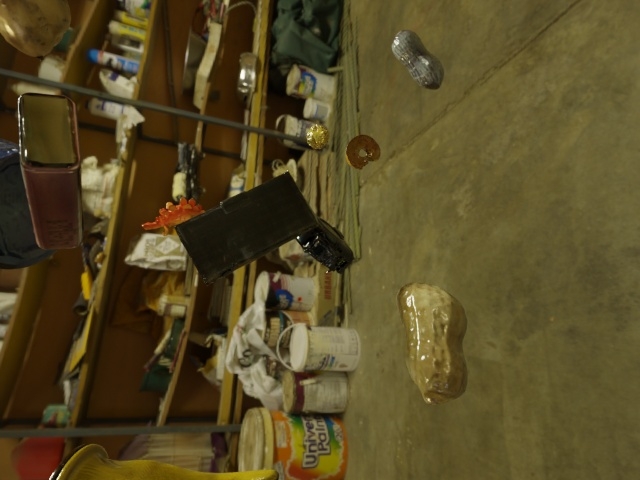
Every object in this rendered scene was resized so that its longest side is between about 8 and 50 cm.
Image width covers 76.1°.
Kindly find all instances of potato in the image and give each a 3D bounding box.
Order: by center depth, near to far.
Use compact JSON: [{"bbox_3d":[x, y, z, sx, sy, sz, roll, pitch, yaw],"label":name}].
[{"bbox_3d":[-0.541,-0.454,0.744,0.161,0.128,0.234,55,-164,-72],"label":"potato"}]

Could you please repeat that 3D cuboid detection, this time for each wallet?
[{"bbox_3d":[-0.174,-0.036,1.000,0.169,0.317,0.044,59,163,7],"label":"wallet"}]

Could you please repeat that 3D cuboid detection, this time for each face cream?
[{"bbox_3d":[-0.669,-0.084,0.838,0.249,0.225,0.249,19,-90,-74],"label":"face cream"}]

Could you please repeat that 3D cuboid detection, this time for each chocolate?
[{"bbox_3d":[0.238,-0.438,0.994,0.167,0.072,0.072,53,151,3],"label":"chocolate"}]

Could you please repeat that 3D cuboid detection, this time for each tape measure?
[{"bbox_3d":[0.000,0.000,1.275,0.112,0.186,0.199,-47,31,8],"label":"tape measure"}]

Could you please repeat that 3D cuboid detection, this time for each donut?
[{"bbox_3d":[0.120,-0.261,1.215,0.097,0.108,0.043,65,162,-4],"label":"donut"}]

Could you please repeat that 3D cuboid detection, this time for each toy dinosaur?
[{"bbox_3d":[-0.476,-0.093,1.429,0.070,0.288,0.117,-120,21,-51],"label":"toy dinosaur"}]

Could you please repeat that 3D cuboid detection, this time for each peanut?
[{"bbox_3d":[0.260,0.211,0.933,0.159,0.143,0.291,-51,29,41],"label":"peanut"}]

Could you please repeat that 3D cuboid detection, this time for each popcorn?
[{"bbox_3d":[-0.005,-0.334,1.358,0.084,0.084,0.084,-171,90,-71],"label":"popcorn"}]

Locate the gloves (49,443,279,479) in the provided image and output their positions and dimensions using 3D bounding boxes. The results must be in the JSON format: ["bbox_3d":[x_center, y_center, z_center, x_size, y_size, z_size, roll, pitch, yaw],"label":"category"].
[{"bbox_3d":[-0.171,0.327,0.509,0.133,0.294,0.116,-75,-15,-65],"label":"gloves"}]

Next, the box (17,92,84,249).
[{"bbox_3d":[-0.372,-0.084,0.571,0.224,0.069,0.120,-46,55,51],"label":"box"}]
